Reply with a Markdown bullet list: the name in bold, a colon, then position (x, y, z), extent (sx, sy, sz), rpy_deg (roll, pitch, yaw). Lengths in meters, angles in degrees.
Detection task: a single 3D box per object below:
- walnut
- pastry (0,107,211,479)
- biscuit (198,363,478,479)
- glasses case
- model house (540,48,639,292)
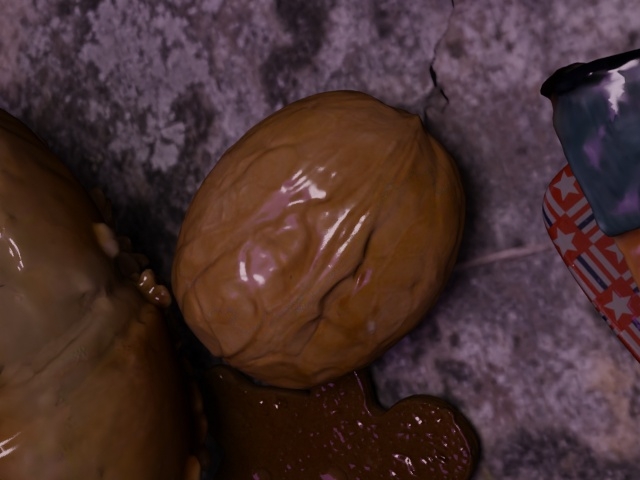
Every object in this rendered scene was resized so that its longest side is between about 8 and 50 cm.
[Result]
- **walnut**: position (0.000, 0.000, 0.973), extent (0.159, 0.159, 0.207), rpy_deg (47, 120, 13)
- **pastry**: position (-0.239, 0.079, 1.052), extent (0.409, 0.245, 0.409), rpy_deg (27, 132, 35)
- **biscuit**: position (0.013, 0.141, 1.063), extent (0.205, 0.031, 0.138), rpy_deg (-6, 98, 31)
- **glasses case**: position (0.204, 0.032, 0.918), extent (0.073, 0.049, 0.194), rpy_deg (-43, 79, 29)
- **model house**: position (0.243, 0.011, 0.776), extent (0.184, 0.253, 0.291), rpy_deg (-17, 96, 16)
